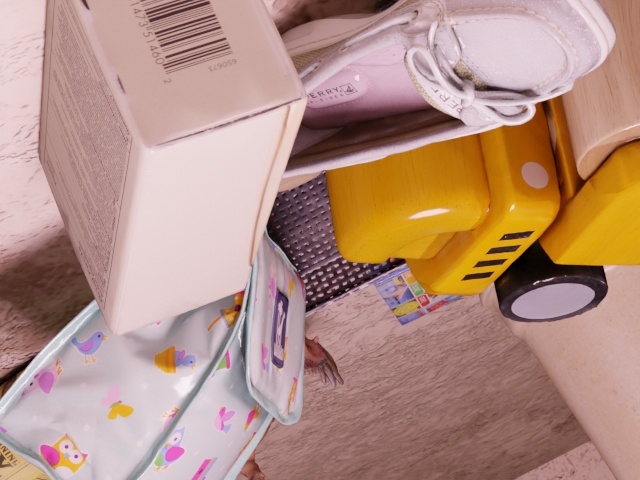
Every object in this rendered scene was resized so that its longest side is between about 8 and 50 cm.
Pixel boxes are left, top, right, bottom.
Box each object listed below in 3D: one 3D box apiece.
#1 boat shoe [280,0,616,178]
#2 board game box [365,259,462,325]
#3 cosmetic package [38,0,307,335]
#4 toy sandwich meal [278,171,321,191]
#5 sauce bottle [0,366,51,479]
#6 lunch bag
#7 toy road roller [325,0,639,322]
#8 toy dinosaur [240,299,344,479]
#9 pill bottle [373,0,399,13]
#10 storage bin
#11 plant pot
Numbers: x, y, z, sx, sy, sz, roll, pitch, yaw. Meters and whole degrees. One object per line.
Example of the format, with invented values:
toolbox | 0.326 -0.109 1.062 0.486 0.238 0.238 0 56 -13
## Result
boat shoe | 0.063 -0.108 1.329 0.320 0.103 0.118 -8 136 46
board game box | 0.127 0.028 2.081 0.136 0.035 0.201 -25 162 3
cosmetic package | -0.109 -0.073 1.298 0.113 0.160 0.309 -19 162 -16
toy sandwich meal | -0.032 -0.068 1.615 0.085 0.029 0.085 -22 162 -8
sauce bottle | -0.273 0.178 1.880 0.344 0.111 0.111 -36 159 27
lunch bag | -0.111 0.106 1.584 0.262 0.160 0.223 -51 162 -4
toy road roller | 0.145 -0.074 1.546 0.240 0.202 0.329 2 153 -22
toy dinosaur | -0.077 0.170 2.109 0.200 0.127 0.295 -56 -170 -19
pill bottle | 0.115 -0.168 1.443 0.137 0.078 0.078 -28 162 10
storage bin | 0.000 0.000 1.761 0.180 0.084 0.122 -28 162 7
plant pot | 0.400 0.129 2.275 0.334 0.305 0.334 -22 162 -8
